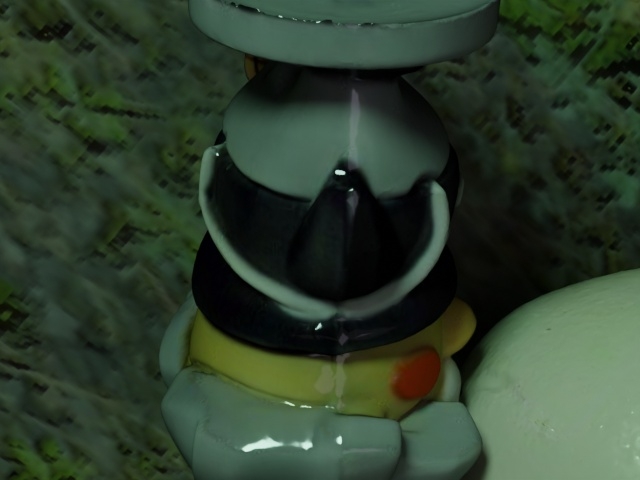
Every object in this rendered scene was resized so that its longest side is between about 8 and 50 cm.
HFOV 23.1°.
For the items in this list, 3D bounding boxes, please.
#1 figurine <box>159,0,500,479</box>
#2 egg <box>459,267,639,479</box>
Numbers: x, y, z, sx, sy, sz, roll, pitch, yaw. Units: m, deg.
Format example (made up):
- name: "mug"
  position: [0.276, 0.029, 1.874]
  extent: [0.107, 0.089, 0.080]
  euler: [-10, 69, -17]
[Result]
- name: "figurine"
  position: [0.000, 0.000, 0.643]
  extent: [0.133, 0.176, 0.236]
  euler: [0, 115, -5]
- name: "egg"
  position: [0.160, 0.116, 0.726]
  extent: [0.264, 0.174, 0.286]
  euler: [-56, 145, -2]
